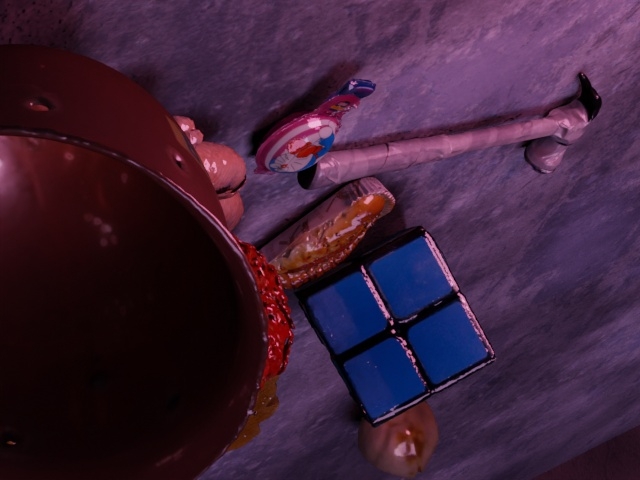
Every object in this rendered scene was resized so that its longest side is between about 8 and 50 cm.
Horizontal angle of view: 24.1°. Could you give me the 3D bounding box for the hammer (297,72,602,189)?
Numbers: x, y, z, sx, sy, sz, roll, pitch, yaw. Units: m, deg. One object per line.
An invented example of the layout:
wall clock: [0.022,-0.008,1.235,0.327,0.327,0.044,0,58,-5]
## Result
hammer: [0.146,-0.099,1.649,0.427,0.044,0.152,-15,153,-35]

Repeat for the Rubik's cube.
Rubik's cube: [0.082,0.098,1.758,0.167,0.183,0.180,-28,178,-3]

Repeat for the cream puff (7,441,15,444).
cream puff: [-0.346,0.191,1.524,0.165,0.115,0.150,110,7,-48]

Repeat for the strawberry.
strawberry: [-0.113,0.094,1.512,0.187,0.201,0.184,-18,119,-14]

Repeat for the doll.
doll: [-0.139,-0.003,1.334,0.201,0.156,0.303,-35,163,10]

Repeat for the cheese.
cheese: [-0.007,-0.106,1.425,0.145,0.038,0.095,-41,158,28]

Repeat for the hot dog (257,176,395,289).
hot dog: [0.000,0.000,1.659,0.192,0.053,0.099,-36,156,11]

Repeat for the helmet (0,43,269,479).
helmet: [-0.209,0.003,1.084,0.337,0.230,0.385,-17,134,9]

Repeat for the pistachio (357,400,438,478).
pistachio: [0.127,0.320,2.444,0.144,0.144,0.215,-29,167,-5]

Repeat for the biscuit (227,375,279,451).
biscuit: [-0.127,0.238,2.058,0.166,0.036,0.225,-23,155,-22]
